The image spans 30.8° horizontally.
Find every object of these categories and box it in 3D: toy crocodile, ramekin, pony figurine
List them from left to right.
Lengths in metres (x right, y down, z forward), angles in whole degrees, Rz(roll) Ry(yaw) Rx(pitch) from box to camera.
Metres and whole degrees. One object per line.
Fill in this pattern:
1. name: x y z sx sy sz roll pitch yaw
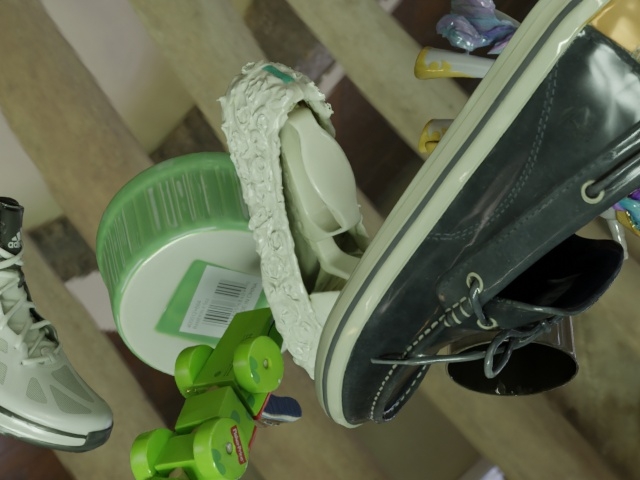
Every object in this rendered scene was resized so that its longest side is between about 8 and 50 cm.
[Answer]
1. ramekin: -0.149 0.046 1.575 0.303 0.148 0.303 -7 128 -9
2. toy crocodile: -0.111 0.198 1.278 0.105 0.115 0.340 59 33 -27
3. pony figurine: 0.306 -0.187 1.473 0.303 0.363 0.351 -22 131 -54

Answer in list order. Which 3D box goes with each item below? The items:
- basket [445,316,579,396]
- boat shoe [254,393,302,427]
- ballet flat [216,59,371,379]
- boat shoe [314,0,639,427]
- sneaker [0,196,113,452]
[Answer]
1. basket: 0.228 0.050 1.403 0.154 0.227 0.204 -1 156 8
2. boat shoe: -0.111 0.334 2.266 0.066 0.066 0.183 -35 144 22
3. ballet flat: 0.000 0.000 1.276 0.147 0.147 0.409 -30 115 -22
4. boat shoe: 0.138 0.011 0.890 0.187 0.156 0.500 -39 165 -47
5. sneaker: -0.448 0.093 1.636 0.257 0.447 0.169 -58 176 12
